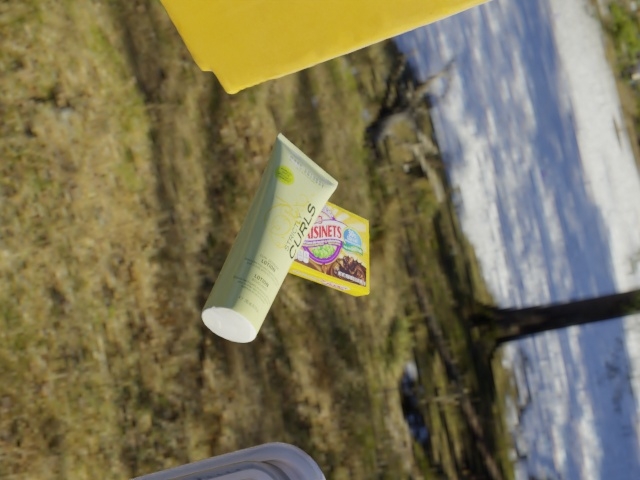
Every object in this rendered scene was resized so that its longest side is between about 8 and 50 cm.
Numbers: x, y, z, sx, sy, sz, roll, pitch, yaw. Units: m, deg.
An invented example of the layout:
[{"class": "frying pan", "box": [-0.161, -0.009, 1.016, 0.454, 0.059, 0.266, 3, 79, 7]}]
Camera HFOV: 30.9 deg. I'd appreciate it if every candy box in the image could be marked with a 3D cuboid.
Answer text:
[{"class": "candy box", "box": [0.000, 0.000, 1.461, 0.206, 0.027, 0.105, 22, 62, -54]}]

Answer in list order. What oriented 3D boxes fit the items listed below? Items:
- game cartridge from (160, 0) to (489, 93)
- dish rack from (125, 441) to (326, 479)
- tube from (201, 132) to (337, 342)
[{"class": "game cartridge", "box": [-0.038, -0.263, 0.811, 0.052, 0.323, 0.285, -41, 110, -35]}, {"class": "dish rack", "box": [-0.104, 0.345, 0.917, 0.072, 0.285, 0.333, 16, 59, -58]}, {"class": "tube", "box": [-0.054, -0.004, 1.236, 0.070, 0.062, 0.240, 79, 29, -49]}]
